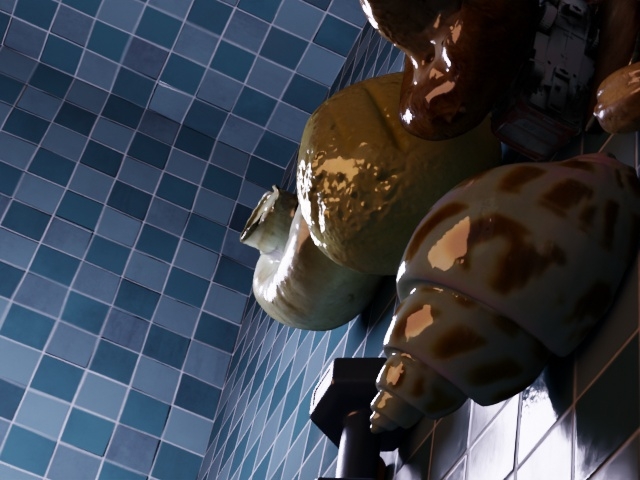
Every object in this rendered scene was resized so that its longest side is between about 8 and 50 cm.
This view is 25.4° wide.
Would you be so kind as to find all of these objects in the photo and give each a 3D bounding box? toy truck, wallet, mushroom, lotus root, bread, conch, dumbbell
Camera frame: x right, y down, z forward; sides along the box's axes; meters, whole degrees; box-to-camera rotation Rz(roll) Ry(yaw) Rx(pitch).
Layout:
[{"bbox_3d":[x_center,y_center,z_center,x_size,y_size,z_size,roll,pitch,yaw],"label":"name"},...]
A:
[{"bbox_3d":[0.299,-0.236,1.875,0.135,0.114,0.270,-49,19,53],"label":"toy truck"},{"bbox_3d":[0.376,-0.258,1.749,0.137,0.031,0.255,126,164,-52],"label":"wallet"},{"bbox_3d":[0.000,0.000,2.572,0.352,0.260,0.352,-59,8,13],"label":"mushroom"},{"bbox_3d":[0.344,-0.156,1.565,0.152,0.063,0.072,153,113,-67],"label":"lotus root"},{"bbox_3d":[0.113,-0.109,2.053,0.320,0.321,0.237,-79,-8,-55],"label":"bread"},{"bbox_3d":[0.165,-0.279,1.836,0.267,0.254,0.267,-40,-4,-3],"label":"mushroom"},{"bbox_3d":[0.190,0.058,1.536,0.249,0.197,0.368,23,96,61],"label":"conch"},{"bbox_3d":[0.049,0.301,1.896,0.144,0.156,0.316,-27,28,25],"label":"dumbbell"}]

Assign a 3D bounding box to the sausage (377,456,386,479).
[{"bbox_3d":[0.066,0.352,1.986,0.131,0.039,0.041,-78,12,-50],"label":"sausage"}]
